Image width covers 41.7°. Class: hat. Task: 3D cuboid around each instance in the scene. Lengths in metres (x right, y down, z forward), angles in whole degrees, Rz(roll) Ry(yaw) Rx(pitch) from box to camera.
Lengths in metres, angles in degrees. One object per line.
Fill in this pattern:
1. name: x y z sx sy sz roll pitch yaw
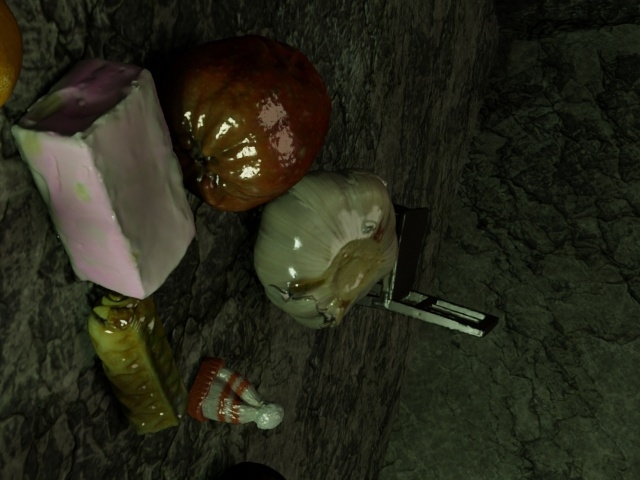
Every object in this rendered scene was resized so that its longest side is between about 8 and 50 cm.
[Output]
1. hat: -0.141 0.277 1.452 0.093 0.162 0.112 58 52 -67

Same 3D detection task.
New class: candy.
1. candy: -0.253 -0.072 1.025 0.156 0.115 0.265 -57 149 -39

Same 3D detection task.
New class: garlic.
1. garlic: 0.011 0.005 1.595 0.322 0.241 0.322 -51 160 -27

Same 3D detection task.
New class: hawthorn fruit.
1. hawthorn fruit: -0.108 -0.169 1.184 0.261 0.258 0.258 -34 140 -23

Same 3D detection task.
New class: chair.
1. chair: 0.191 0.036 1.832 0.203 0.415 0.241 -11 112 -69

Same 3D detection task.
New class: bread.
1. bread: -0.256 0.170 1.189 0.270 0.098 0.087 82 -14 -44

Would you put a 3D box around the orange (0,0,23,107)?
1. orange: -0.337 -0.165 0.712 0.136 0.159 0.159 -42 -178 34

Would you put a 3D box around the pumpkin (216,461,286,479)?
1. pumpkin: -0.144 0.536 1.585 0.233 0.163 0.233 -58 162 -31
